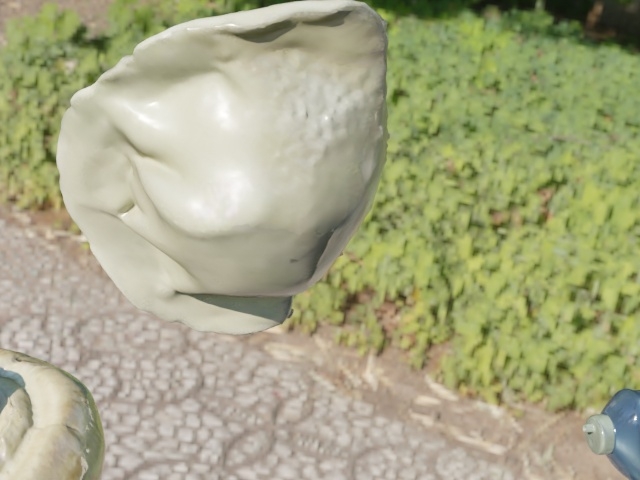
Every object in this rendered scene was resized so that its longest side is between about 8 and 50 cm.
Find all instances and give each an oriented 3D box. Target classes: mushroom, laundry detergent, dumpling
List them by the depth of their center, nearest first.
[{"bbox_3d":[-0.051,-0.041,0.614,0.166,0.126,0.216,9,-21,-15],"label":"dumpling"},{"bbox_3d":[0.326,0.167,1.052,0.206,0.097,0.061,-3,23,-14],"label":"laundry detergent"},{"bbox_3d":[-0.342,0.203,1.134,0.254,0.234,0.260,29,61,31],"label":"mushroom"}]

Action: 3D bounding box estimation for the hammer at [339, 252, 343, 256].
[{"bbox_3d":[0.000,0.000,0.831,0.029,0.014,0.123,-2,-9,12],"label":"hammer"}]
